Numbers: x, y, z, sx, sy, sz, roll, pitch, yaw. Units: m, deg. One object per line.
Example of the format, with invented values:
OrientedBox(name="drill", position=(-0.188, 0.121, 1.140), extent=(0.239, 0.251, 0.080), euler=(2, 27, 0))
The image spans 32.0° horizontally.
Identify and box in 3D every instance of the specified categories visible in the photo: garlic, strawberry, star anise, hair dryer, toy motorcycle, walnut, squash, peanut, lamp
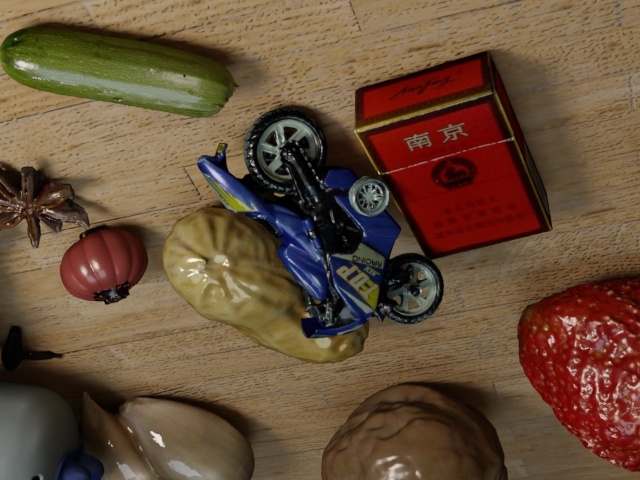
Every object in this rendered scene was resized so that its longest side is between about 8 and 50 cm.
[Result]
OrientedBox(name="garlic", position=(-0.241, 0.345, 1.716), extent=(0.279, 0.132, 0.325), euler=(-14, 143, 15))
OrientedBox(name="strawberry", position=(0.381, 0.152, 1.398), extent=(0.277, 0.257, 0.257), euler=(23, 139, -1))
OrientedBox(name="star anise", position=(-0.337, -0.047, 1.294), extent=(0.141, 0.042, 0.141), euler=(2, 144, 1))
OrientedBox(name="hair dryer", position=(-0.403, 0.152, 1.564), extent=(0.083, 0.031, 0.079), euler=(2, 134, -24))
OrientedBox(name="toy motorcycle", position=(0.000, 0.000, 1.227), extent=(0.169, 0.113, 0.315), euler=(-44, 108, -7))
OrientedBox(name="walnut", position=(0.137, 0.330, 1.610), extent=(0.273, 0.227, 0.273), euler=(2, 145, 1))
OrientedBox(name="squash", position=(-0.201, -0.169, 1.120), extent=(0.239, 0.069, 0.069), euler=(9, 141, -7))
OrientedBox(name="peanut", position=(-0.061, 0.062, 1.351), extent=(0.147, 0.147, 0.305), euler=(-24, 138, 27))
OrientedBox(name="lamp", position=(-0.262, 0.030, 1.350), extent=(0.108, 0.092, 0.107), euler=(-24, 167, -6))

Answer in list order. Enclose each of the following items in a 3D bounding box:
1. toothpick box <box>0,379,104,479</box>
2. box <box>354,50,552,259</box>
OrientedBox(name="toothpick box", position=(-0.486, 0.302, 1.550), extent=(0.355, 0.263, 0.263), euler=(7, 142, 7))
OrientedBox(name="box", position=(0.149, -0.084, 1.218), extent=(0.153, 0.074, 0.239), euler=(-11, 139, 21))
